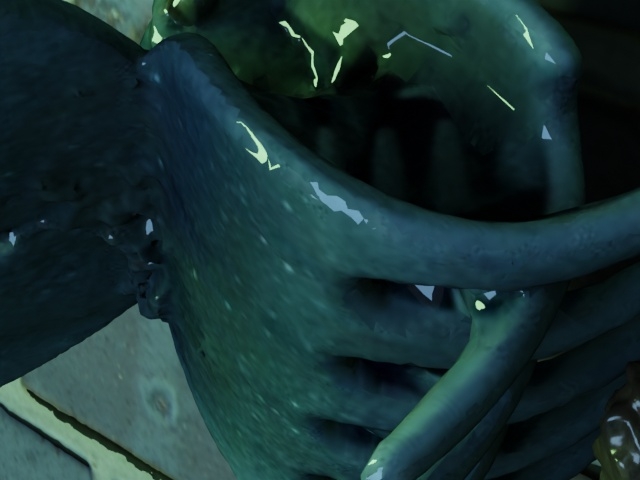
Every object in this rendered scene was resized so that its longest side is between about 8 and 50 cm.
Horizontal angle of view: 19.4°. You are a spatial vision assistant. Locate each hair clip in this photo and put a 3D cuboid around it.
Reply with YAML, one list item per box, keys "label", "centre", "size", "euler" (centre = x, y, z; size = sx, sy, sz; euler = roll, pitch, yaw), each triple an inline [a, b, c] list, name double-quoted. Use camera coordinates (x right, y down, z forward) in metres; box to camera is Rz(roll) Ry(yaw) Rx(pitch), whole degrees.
- label: "hair clip"
  centre: [0.000, 0.000, 0.723]
  size: [0.238, 0.392, 0.318]
  euler: [47, 156, 19]

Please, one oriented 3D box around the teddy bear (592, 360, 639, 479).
- label: "teddy bear"
  centre: [0.186, 0.181, 0.713]
  size: [0.246, 0.222, 0.296]
  euler: [27, 169, 38]
